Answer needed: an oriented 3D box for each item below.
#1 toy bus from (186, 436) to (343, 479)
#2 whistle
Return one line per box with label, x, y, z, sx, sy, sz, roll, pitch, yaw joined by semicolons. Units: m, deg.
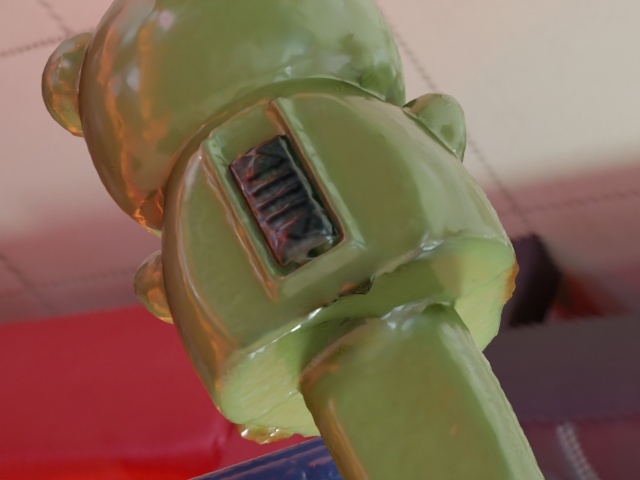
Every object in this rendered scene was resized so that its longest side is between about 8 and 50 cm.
toy bus;-0.042;0.118;0.696;0.153;0.051;0.061;-16;132;-16
whistle;0.000;0.000;0.633;0.131;0.288;0.106;-30;154;4
